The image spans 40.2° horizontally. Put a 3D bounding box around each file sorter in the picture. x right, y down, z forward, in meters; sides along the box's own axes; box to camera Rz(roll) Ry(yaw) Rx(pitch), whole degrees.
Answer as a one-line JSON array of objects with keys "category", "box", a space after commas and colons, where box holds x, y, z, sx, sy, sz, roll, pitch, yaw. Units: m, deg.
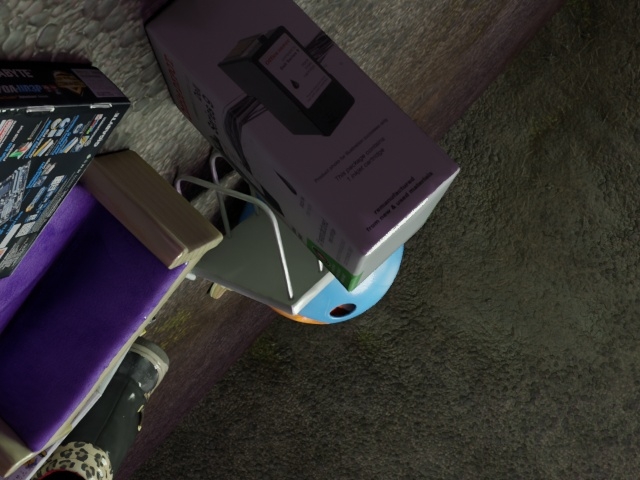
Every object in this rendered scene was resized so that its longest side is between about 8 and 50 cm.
[{"category": "file sorter", "box": [-0.036, -0.068, 1.220, 0.277, 0.192, 0.173, -41, 136, -36]}]

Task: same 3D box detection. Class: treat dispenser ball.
[{"category": "treat dispenser ball", "box": [0.000, 0.000, 1.510, 0.288, 0.288, 0.288, -45, 172, -8]}]

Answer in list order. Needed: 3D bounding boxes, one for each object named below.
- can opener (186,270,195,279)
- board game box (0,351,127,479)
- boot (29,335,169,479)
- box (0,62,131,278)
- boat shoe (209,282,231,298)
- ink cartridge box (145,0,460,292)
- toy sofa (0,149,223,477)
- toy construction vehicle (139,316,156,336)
[{"category": "can opener", "box": [-0.232, 0.026, 1.198, 0.093, 0.074, 0.280, -45, 172, -6]}, {"category": "board game box", "box": [-0.342, 0.197, 1.244, 0.193, 0.053, 0.305, -49, -170, 15]}, {"category": "boot", "box": [-0.396, 0.362, 1.470, 0.377, 0.138, 0.284, -51, -168, 37]}, {"category": "box", "box": [-0.271, -0.043, 0.708, 0.220, 0.051, 0.175, -49, 172, 21]}, {"category": "boat shoe", "box": [-0.187, 0.082, 1.843, 0.135, 0.045, 0.050, -51, 171, 31]}, {"category": "ink cartridge box", "box": [-0.022, -0.105, 0.856, 0.121, 0.289, 0.211, -42, 172, -10]}, {"category": "toy sofa", "box": [-0.285, 0.085, 0.932, 0.362, 0.150, 0.177, -49, 173, 21]}, {"category": "toy construction vehicle", "box": [-0.306, 0.134, 1.503, 0.098, 0.035, 0.086, -40, 170, -40]}]
